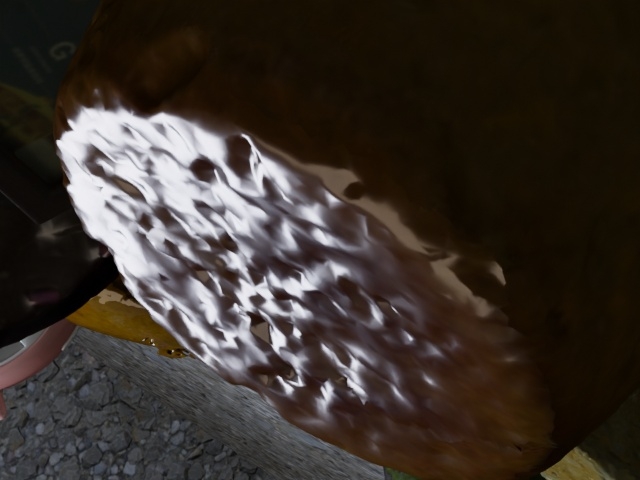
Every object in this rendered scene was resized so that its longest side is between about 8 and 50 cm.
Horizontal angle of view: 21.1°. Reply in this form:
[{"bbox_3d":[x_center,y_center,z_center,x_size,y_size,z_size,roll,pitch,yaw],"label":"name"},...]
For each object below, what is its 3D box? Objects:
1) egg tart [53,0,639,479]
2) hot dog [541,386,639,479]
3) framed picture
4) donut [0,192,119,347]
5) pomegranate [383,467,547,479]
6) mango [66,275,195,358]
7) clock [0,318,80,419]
[{"bbox_3d":[0.037,-0.047,0.445,0.215,0.171,0.215,29,153,17],"label":"egg tart"},{"bbox_3d":[0.129,0.081,0.996,0.242,0.073,0.084,40,162,-28],"label":"hot dog"},{"bbox_3d":[-0.067,-0.079,0.622,0.128,0.168,0.023,49,-161,-51],"label":"framed picture"},{"bbox_3d":[-0.177,-0.072,0.723,0.269,0.270,0.103,35,-162,-17],"label":"donut"},{"bbox_3d":[0.112,0.158,1.210,0.148,0.148,0.169,27,170,19],"label":"pomegranate"},{"bbox_3d":[-0.082,-0.003,1.048,0.248,0.156,0.151,15,149,-23],"label":"mango"},{"bbox_3d":[-0.304,0.024,1.469,0.227,0.241,0.142,30,172,2],"label":"clock"}]
